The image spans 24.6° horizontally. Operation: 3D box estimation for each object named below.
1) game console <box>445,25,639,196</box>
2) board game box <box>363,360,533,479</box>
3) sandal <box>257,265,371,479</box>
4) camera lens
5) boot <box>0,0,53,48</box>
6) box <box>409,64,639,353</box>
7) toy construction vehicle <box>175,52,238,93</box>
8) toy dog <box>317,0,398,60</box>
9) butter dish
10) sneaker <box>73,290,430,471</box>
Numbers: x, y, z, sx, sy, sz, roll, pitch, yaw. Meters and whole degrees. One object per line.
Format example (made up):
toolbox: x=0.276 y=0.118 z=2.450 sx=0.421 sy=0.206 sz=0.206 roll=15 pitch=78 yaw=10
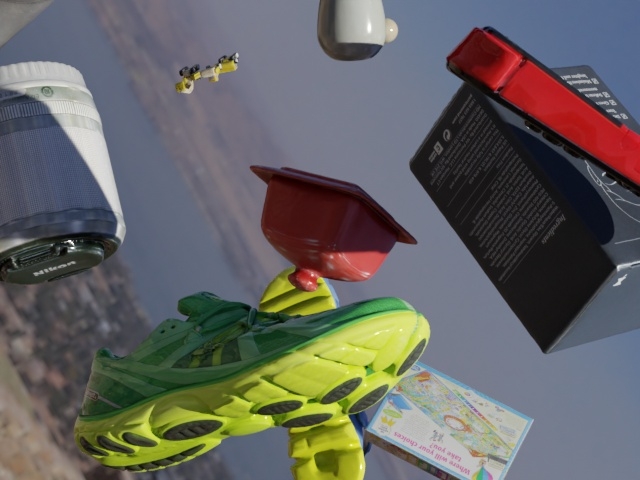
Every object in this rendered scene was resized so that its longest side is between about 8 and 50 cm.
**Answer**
game console: x=0.287 y=-0.081 z=1.436 sx=0.342 sy=0.060 sz=0.386 roll=39 pitch=10 yaw=9
board game box: x=0.138 y=0.203 z=1.585 sx=0.154 sy=0.103 sz=0.026 roll=27 pitch=-30 yaw=12
sandal: x=-0.004 y=0.190 z=1.975 sx=0.138 sy=0.126 sz=0.317 roll=13 pitch=67 yaw=-73
camera lens: x=-0.405 y=-0.088 z=2.081 sx=0.219 sy=0.219 sz=0.274 roll=60 pitch=15 yaw=-76
boot: x=-0.282 y=-0.257 z=1.354 sx=0.118 sy=0.338 sz=0.222 roll=46 pitch=-3 yaw=-18
box: x=0.385 y=-0.059 z=2.282 sx=0.395 sy=0.293 sz=0.212 roll=56 pitch=-45 yaw=27
toy construction vehicle: x=-0.173 y=-0.254 z=2.255 sx=0.098 sy=0.085 sz=0.035 roll=-59 pitch=136 yaw=-66
toy dog: x=0.081 y=-0.359 z=1.529 sx=0.161 sy=0.334 sz=0.220 roll=3 pitch=29 yaw=-37
butter dish: x=0.000 y=0.000 z=1.616 sx=0.159 sy=0.118 sz=0.160 roll=15 pitch=-14 yaw=33
sneaker: x=-0.063 y=0.086 z=1.123 sx=0.109 sy=0.295 sz=0.124 roll=45 pitch=33 yaw=-55
